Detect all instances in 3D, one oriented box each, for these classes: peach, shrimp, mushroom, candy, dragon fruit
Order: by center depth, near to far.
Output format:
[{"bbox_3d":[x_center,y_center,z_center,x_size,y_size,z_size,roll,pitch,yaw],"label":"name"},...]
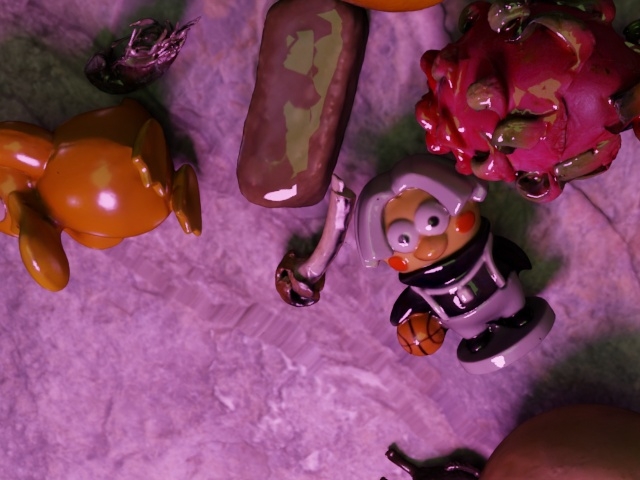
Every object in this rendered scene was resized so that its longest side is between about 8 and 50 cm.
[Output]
[{"bbox_3d":[0.237,-0.147,0.943,0.273,0.198,0.218,10,77,-19],"label":"dragon fruit"},{"bbox_3d":[-0.019,-0.149,1.010,0.102,0.104,0.234,15,107,8],"label":"candy"},{"bbox_3d":[0.293,0.325,1.031,0.292,0.247,0.292,-3,122,-5],"label":"peach"},{"bbox_3d":[-0.190,-0.208,1.035,0.165,0.056,0.065,-32,115,28],"label":"shrimp"},{"bbox_3d":[0.000,0.000,1.050,0.060,0.061,0.187,24,127,-5],"label":"mushroom"}]

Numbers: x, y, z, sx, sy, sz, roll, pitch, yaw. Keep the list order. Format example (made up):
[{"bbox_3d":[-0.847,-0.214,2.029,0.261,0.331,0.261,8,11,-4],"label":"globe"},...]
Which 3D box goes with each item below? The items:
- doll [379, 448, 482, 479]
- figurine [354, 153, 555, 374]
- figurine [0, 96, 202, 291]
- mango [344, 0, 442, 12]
[{"bbox_3d":[0.140,0.325,1.148,0.165,0.057,0.139,11,104,-1],"label":"doll"},{"bbox_3d":[0.129,0.023,1.026,0.176,0.133,0.236,-32,103,12],"label":"figurine"},{"bbox_3d":[-0.263,-0.062,1.043,0.228,0.215,0.215,-29,100,-1],"label":"figurine"},{"bbox_3d":[0.008,-0.334,0.917,0.316,0.193,0.146,39,138,13],"label":"mango"}]
